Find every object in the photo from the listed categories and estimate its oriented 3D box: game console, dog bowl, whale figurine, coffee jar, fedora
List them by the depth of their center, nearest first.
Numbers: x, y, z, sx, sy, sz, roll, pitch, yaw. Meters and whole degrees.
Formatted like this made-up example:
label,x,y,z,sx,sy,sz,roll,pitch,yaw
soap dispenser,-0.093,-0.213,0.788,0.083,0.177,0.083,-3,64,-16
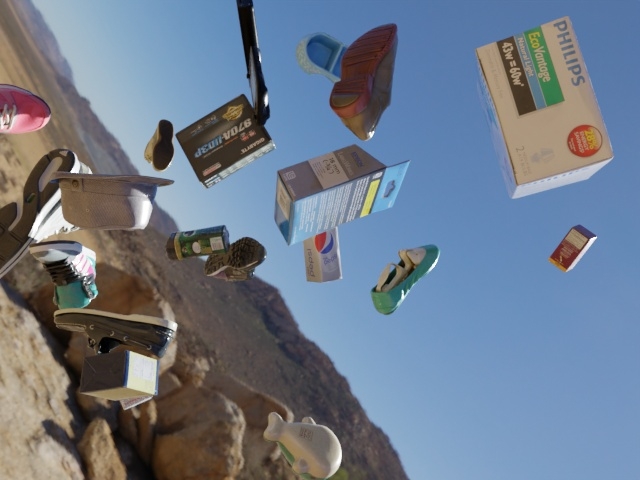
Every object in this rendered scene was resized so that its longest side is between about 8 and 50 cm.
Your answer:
label,x,y,z,sx,sy,sz,roll,pitch,yaw
fedora,-0.474,-0.085,1.361,0.244,0.276,0.124,-6,100,-78
game console,-0.155,-0.411,1.377,0.213,0.044,0.361,86,-7,-47
coffee jar,-0.369,0.009,1.817,0.096,0.184,0.079,-93,175,-66
whale figurine,-0.069,0.659,1.922,0.272,0.141,0.216,30,31,-11
dog bowl,0.052,-0.693,2.336,0.297,0.165,0.074,25,-7,-17

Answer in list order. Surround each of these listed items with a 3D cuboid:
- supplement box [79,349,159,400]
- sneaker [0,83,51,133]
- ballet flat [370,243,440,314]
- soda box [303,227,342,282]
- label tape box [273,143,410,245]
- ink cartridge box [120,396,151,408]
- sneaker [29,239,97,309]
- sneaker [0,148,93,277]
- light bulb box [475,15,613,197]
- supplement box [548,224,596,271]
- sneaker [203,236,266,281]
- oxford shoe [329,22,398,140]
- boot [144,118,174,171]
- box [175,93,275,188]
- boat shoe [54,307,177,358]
label,x,y,z,sx,sy,sz,roll,pitch,yaw
supplement box,-0.309,0.211,0.937,0.083,0.083,0.056,44,39,-58
sneaker,-0.734,-0.269,1.295,0.136,0.314,0.116,42,-61,38
ballet flat,0.210,0.073,1.497,0.083,0.247,0.087,9,-41,51
soda box,0.000,0.000,2.099,0.098,0.091,0.286,1,-83,54
label tape box,0.048,-0.135,1.618,0.106,0.334,0.240,62,-18,22
ink cartridge box,-0.560,0.426,1.786,0.122,0.089,0.052,65,-23,8
sneaker,-0.714,0.105,1.692,0.295,0.124,0.178,68,13,-79
sneaker,-0.805,-0.029,1.783,0.169,0.447,0.257,30,-13,25
light bulb box,0.555,-0.315,1.554,0.361,0.225,0.357,7,68,-74
supplement box,0.495,0.015,1.189,0.043,0.055,0.083,42,-61,26
sneaker,-0.238,0.069,1.898,0.124,0.107,0.283,29,-28,-35
oxford shoe,0.119,-0.385,1.451,0.123,0.348,0.130,0,-39,35
boot,-0.599,-0.317,2.222,0.165,0.077,0.213,-36,-132,49
box,-0.255,-0.265,1.613,0.175,0.220,0.051,60,0,22
boat shoe,-0.545,0.249,1.571,0.127,0.340,0.113,78,18,-69
